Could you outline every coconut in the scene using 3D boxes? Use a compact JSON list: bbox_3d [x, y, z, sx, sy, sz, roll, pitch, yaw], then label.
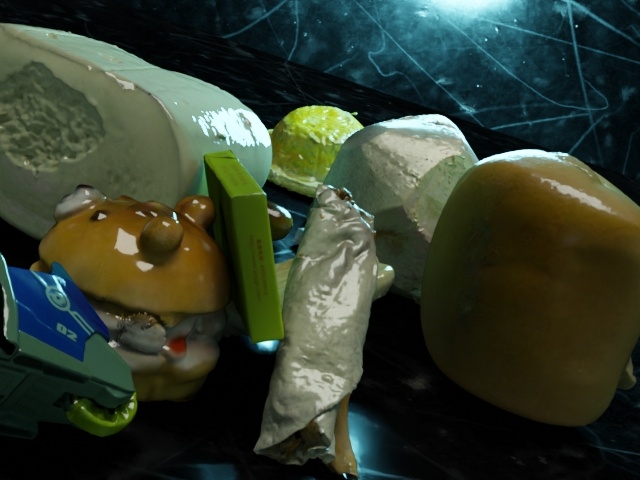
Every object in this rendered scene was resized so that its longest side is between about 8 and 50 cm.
[{"bbox_3d":[0.146,-0.066,2.126,0.309,0.297,0.297,47,1,-32],"label":"coconut"}]

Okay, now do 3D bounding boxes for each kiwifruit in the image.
[{"bbox_3d":[-0.108,-0.040,2.201,0.124,0.075,0.075,17,18,8],"label":"kiwifruit"}]

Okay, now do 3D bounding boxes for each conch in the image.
[{"bbox_3d":[0.005,0.190,1.606,0.109,0.093,0.330,20,18,-20],"label":"conch"}]

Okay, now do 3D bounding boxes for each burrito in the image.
[{"bbox_3d":[0.007,0.097,1.567,0.117,0.076,0.392,8,58,6],"label":"burrito"}]

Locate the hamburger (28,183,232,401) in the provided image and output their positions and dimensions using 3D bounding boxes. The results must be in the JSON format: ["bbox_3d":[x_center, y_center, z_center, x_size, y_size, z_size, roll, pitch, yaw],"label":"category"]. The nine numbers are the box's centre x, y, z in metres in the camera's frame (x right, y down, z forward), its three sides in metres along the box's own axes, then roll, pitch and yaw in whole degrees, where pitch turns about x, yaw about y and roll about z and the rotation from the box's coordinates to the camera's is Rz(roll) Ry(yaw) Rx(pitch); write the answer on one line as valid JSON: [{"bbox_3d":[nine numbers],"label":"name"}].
[{"bbox_3d":[-0.234,0.054,1.542,0.276,0.237,0.276,18,16,-5],"label":"hamburger"}]

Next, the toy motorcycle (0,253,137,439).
[{"bbox_3d":[-0.347,0.098,1.328,0.326,0.191,0.200,19,42,-36],"label":"toy motorcycle"}]

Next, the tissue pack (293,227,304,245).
[{"bbox_3d":[0.000,0.000,2.251,0.063,0.035,0.083,29,19,29],"label":"tissue pack"}]

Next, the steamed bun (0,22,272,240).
[{"bbox_3d":[-0.340,-0.146,1.942,0.455,0.290,0.371,25,14,17],"label":"steamed bun"}]

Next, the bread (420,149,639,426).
[{"bbox_3d":[0.309,0.055,1.846,0.252,0.376,0.348,3,26,-38],"label":"bread"}]

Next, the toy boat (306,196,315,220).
[{"bbox_3d":[0.041,-0.062,2.440,0.075,0.077,0.185,27,29,21],"label":"toy boat"}]

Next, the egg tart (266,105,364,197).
[{"bbox_3d":[0.003,-0.197,2.614,0.318,0.128,0.319,5,28,-3],"label":"egg tart"}]

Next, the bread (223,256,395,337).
[{"bbox_3d":[-0.045,0.078,1.762,0.315,0.054,0.316,-9,12,2],"label":"bread"}]

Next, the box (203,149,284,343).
[{"bbox_3d":[-0.105,-0.002,1.630,0.047,0.187,0.335,-10,14,-10],"label":"box"}]
